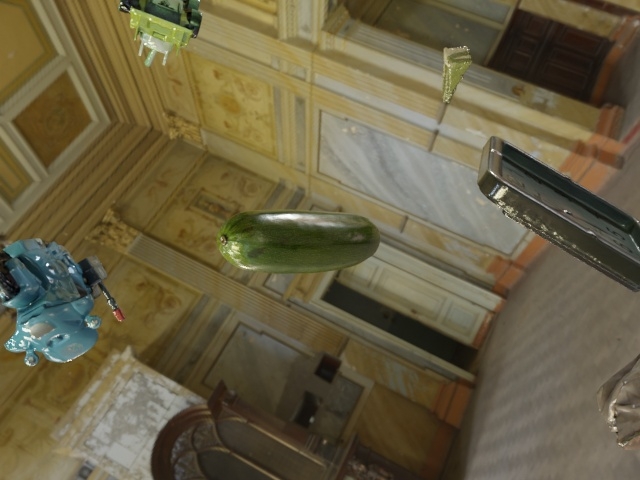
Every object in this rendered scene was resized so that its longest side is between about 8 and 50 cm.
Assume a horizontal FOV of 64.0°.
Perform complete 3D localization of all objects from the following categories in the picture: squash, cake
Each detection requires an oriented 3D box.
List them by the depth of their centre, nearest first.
[{"bbox_3d":[0.000,0.000,0.539,0.252,0.066,0.066,-2,-60,-49],"label":"squash"},{"bbox_3d":[0.280,-0.344,1.067,0.140,0.055,0.051,66,-168,-68],"label":"cake"}]

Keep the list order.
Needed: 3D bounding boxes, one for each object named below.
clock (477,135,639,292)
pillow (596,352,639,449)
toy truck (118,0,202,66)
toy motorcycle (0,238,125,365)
[{"bbox_3d":[0.337,-0.035,0.692,0.049,0.279,0.273,-61,-6,28],"label":"clock"},{"bbox_3d":[0.287,0.103,0.416,0.135,0.049,0.248,-50,-31,14],"label":"pillow"},{"bbox_3d":[-0.298,-0.413,0.943,0.135,0.129,0.259,-59,29,36],"label":"toy truck"},{"bbox_3d":[-0.385,0.079,0.746,0.124,0.182,0.272,-31,7,-6],"label":"toy motorcycle"}]
